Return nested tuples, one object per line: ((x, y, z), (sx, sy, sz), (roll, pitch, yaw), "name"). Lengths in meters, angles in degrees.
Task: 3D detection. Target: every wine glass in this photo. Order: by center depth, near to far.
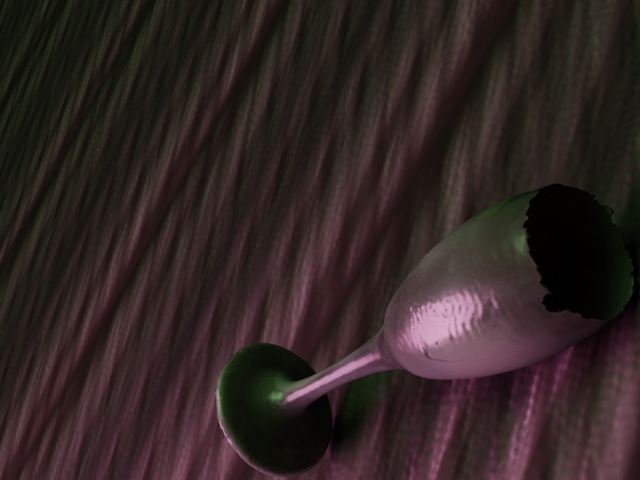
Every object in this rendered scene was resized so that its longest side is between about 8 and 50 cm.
((0.000, 0.000, 0.951), (0.309, 0.264, 0.096), (-33, 13, 47), "wine glass")
